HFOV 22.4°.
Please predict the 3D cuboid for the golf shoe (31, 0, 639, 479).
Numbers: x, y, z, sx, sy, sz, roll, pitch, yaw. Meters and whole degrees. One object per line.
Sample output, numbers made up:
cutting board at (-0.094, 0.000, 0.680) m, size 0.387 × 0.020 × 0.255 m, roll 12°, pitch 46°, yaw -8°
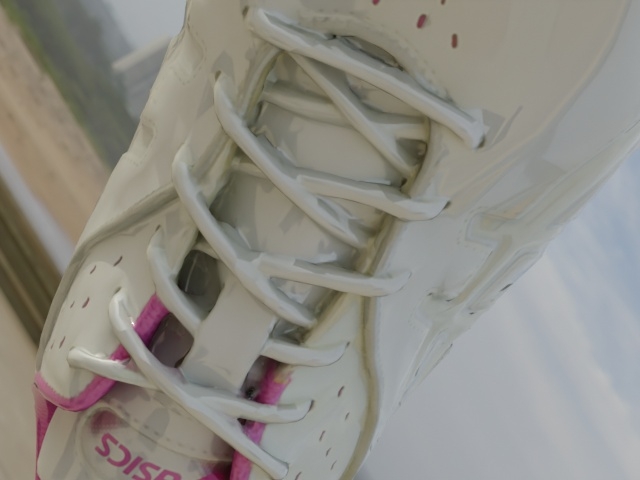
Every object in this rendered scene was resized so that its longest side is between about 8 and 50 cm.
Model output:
golf shoe at (0.000, 0.000, 0.374) m, size 0.115 × 0.140 × 0.306 m, roll 28°, pitch -35°, yaw 3°
